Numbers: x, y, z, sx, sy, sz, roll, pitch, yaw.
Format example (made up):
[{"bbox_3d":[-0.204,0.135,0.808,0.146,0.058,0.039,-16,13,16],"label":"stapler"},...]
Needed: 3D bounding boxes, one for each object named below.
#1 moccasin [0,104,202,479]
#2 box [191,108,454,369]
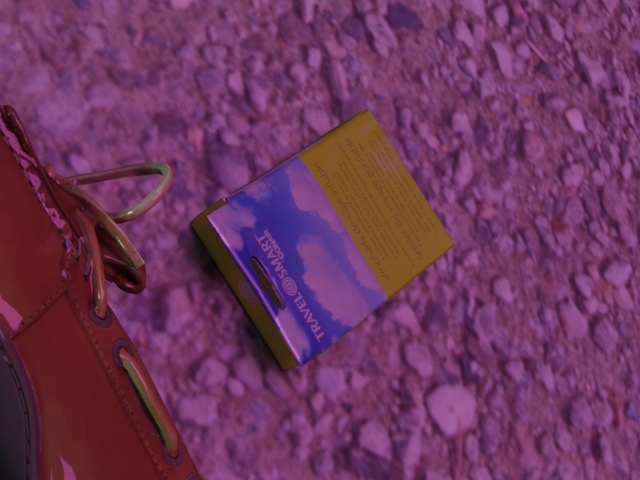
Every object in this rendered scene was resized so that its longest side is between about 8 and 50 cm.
[{"bbox_3d":[-0.142,0.027,0.714,0.147,0.139,0.380,-26,88,-48],"label":"moccasin"},{"bbox_3d":[0.000,0.000,0.934,0.178,0.042,0.109,-36,94,-47],"label":"box"}]
